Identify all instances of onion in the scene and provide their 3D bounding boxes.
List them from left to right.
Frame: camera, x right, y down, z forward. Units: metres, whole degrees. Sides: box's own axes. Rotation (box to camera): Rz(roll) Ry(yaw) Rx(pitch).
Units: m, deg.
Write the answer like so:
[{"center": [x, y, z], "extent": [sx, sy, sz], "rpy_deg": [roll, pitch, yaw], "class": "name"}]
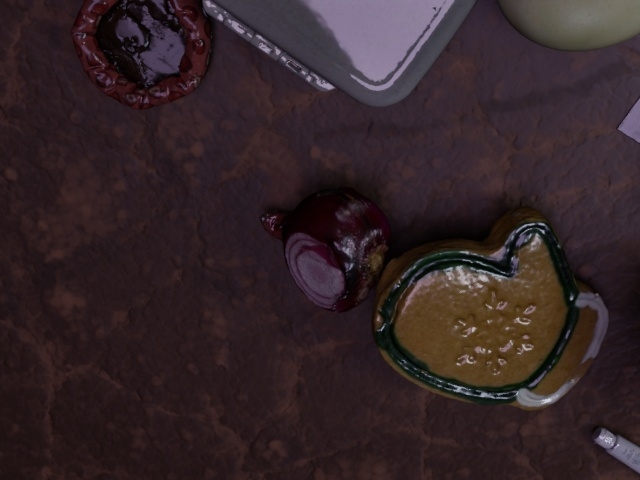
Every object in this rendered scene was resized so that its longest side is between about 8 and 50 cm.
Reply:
[{"center": [0.012, -0.006, 1.394], "extent": [0.198, 0.135, 0.173], "rpy_deg": [35, 136, 35], "class": "onion"}]

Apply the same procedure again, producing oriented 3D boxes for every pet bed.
[{"center": [-0.240, -0.274, 1.364], "extent": [0.201, 0.053, 0.201], "rpy_deg": [4, 113, 10], "class": "pet bed"}]

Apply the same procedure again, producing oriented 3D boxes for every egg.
[{"center": [0.333, -0.327, 1.201], "extent": [0.254, 0.188, 0.188], "rpy_deg": [-18, 105, 6], "class": "egg"}]

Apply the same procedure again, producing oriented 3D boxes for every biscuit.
[{"center": [0.245, 0.095, 1.370], "extent": [0.344, 0.057, 0.287], "rpy_deg": [19, 108, -20], "class": "biscuit"}]

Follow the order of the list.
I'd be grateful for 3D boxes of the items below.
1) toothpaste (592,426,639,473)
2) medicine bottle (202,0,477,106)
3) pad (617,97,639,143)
[{"center": [0.485, 0.332, 1.487], "extent": [0.190, 0.031, 0.048], "rpy_deg": [32, 102, -7], "class": "toothpaste"}, {"center": [0.007, -0.355, 1.267], "extent": [0.375, 0.123, 0.282], "rpy_deg": [35, 110, -4], "class": "medicine bottle"}, {"center": [0.498, -0.190, 1.323], "extent": [0.127, 0.004, 0.190], "rpy_deg": [31, 110, -4], "class": "pad"}]
